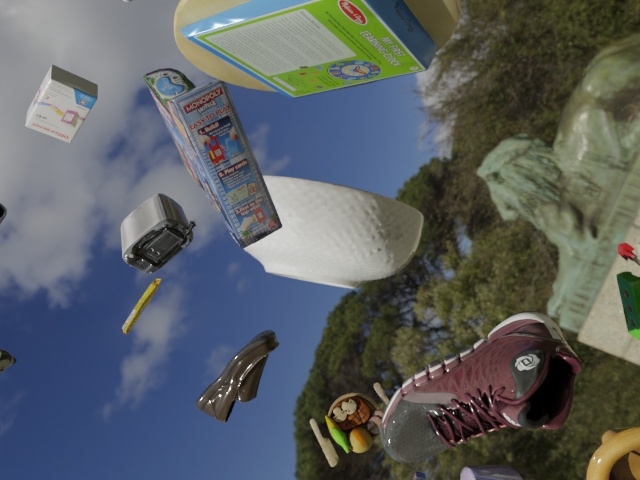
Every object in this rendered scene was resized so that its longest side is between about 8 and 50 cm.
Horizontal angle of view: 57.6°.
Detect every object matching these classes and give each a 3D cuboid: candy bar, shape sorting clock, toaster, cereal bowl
[{"bbox_3d":[-0.442,0.160,1.438,0.018,0.040,0.161,37,-105,-28],"label":"candy bar"},{"bbox_3d":[-0.002,-0.155,0.428,0.206,0.206,0.040,21,-113,-73],"label":"shape sorting clock"},{"bbox_3d":[-0.454,-0.029,1.617,0.227,0.146,0.129,-39,-41,11],"label":"toaster"},{"bbox_3d":[0.000,0.000,0.984,0.339,0.339,0.141,29,-110,-73],"label":"cereal bowl"}]

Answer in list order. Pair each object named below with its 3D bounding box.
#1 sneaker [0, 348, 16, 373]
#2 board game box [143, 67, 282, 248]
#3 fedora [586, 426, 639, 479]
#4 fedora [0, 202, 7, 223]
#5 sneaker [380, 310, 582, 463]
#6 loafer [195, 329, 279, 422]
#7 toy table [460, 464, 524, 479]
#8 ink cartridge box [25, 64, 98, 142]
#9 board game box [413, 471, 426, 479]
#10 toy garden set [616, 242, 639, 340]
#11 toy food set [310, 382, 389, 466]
[{"bbox_3d":[-0.763,0.334,1.362,0.132,0.086,0.228,-33,-67,-54],"label":"sneaker"},{"bbox_3d":[-0.132,-0.121,0.676,0.060,0.194,0.194,-30,-37,-14],"label":"board game box"},{"bbox_3d":[0.500,0.351,0.910,0.079,0.194,0.194,-89,14,-71],"label":"fedora"},{"bbox_3d":[-0.519,-0.084,0.694,0.275,0.244,0.124,0,-72,-50],"label":"fedora"},{"bbox_3d":[0.194,0.204,0.714,0.281,0.106,0.162,-41,10,7],"label":"sneaker"},{"bbox_3d":[-0.139,0.252,1.071,0.220,0.078,0.080,-49,-5,22],"label":"loafer"},{"bbox_3d":[0.166,0.212,0.288,0.274,0.161,0.252,-63,-32,-79],"label":"toy table"},{"bbox_3d":[-0.492,-0.256,1.106,0.089,0.052,0.122,20,-52,-38],"label":"ink cartridge box"},{"bbox_3d":[0.161,0.454,0.975,0.090,0.020,0.090,-81,3,-76],"label":"board game box"},{"bbox_3d":[0.501,0.082,0.805,0.244,0.049,0.203,-106,-3,-75],"label":"toy garden set"},{"bbox_3d":[0.079,0.405,1.303,0.192,0.132,0.038,-29,-28,-8],"label":"toy food set"}]
